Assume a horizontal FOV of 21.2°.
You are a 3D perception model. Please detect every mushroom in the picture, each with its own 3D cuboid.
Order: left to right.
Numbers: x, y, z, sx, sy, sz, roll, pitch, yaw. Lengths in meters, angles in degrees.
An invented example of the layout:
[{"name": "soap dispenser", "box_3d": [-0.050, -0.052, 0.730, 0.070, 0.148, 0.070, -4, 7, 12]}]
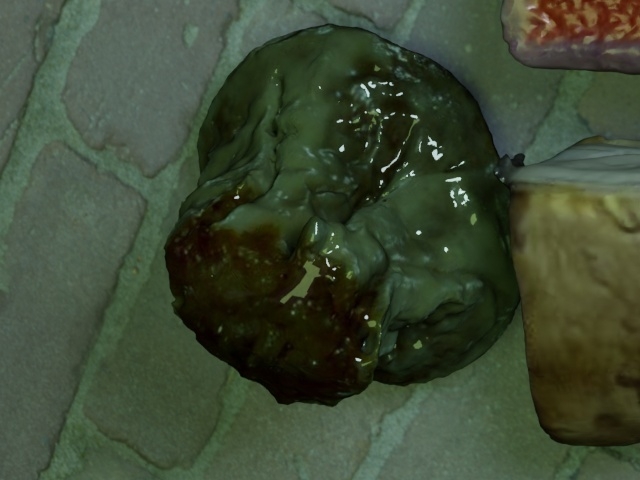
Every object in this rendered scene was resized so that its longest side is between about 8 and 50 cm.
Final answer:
[{"name": "mushroom", "box_3d": [0.389, 0.052, 1.591, 0.397, 0.224, 0.313, -1, 105, 23]}]

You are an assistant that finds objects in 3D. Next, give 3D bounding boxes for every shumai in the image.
[{"name": "shumai", "box_3d": [0.000, 0.000, 1.691, 0.324, 0.323, 0.397, -32, 93, 31]}]

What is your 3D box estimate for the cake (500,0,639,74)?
[{"name": "cake", "box_3d": [0.326, -0.266, 1.506, 0.309, 0.230, 0.237, 6, 108, 22]}]
